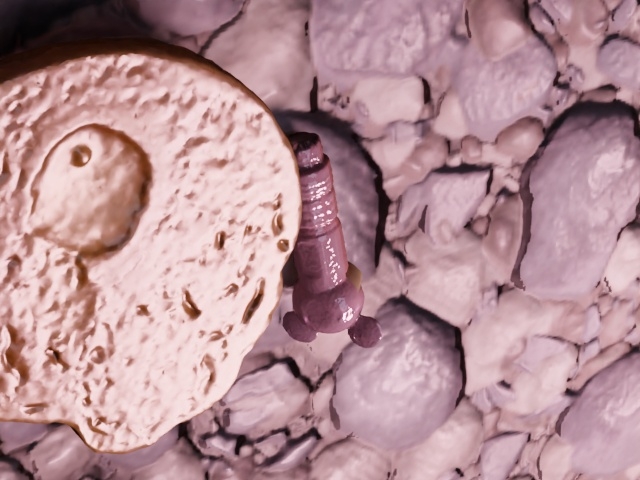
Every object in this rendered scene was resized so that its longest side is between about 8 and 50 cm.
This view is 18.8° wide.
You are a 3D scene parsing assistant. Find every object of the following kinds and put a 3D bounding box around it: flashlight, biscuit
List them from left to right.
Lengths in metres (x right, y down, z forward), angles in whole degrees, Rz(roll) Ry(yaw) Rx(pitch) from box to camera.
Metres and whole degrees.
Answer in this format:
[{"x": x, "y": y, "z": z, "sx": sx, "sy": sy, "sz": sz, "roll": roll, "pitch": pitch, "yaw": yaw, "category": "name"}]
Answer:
[{"x": -0.101, "y": -0.003, "z": 0.810, "sx": 0.208, "sy": 0.049, "sz": 0.181, "roll": 17, "pitch": 105, "yaw": -41, "category": "biscuit"}, {"x": 0.000, "y": 0.000, "z": 0.898, "sx": 0.031, "sy": 0.052, "sz": 0.110, "roll": -52, "pitch": 139, "yaw": -52, "category": "flashlight"}]
